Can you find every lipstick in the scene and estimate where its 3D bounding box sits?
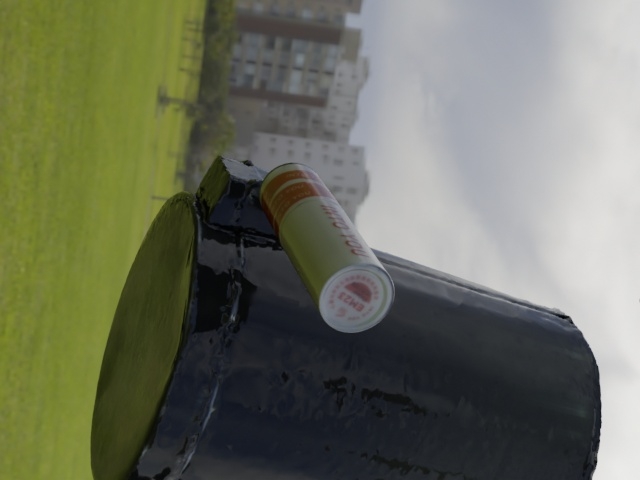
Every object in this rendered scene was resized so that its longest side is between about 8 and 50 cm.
[{"bbox_3d":[0.000,0.000,0.557,0.130,0.038,0.038,-123,-141,-60],"label":"lipstick"}]

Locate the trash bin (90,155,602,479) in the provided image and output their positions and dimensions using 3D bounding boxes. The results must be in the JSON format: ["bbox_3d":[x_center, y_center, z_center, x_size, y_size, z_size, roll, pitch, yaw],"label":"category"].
[{"bbox_3d":[0.018,0.100,0.737,0.252,0.302,0.203,-68,-159,13],"label":"trash bin"}]
